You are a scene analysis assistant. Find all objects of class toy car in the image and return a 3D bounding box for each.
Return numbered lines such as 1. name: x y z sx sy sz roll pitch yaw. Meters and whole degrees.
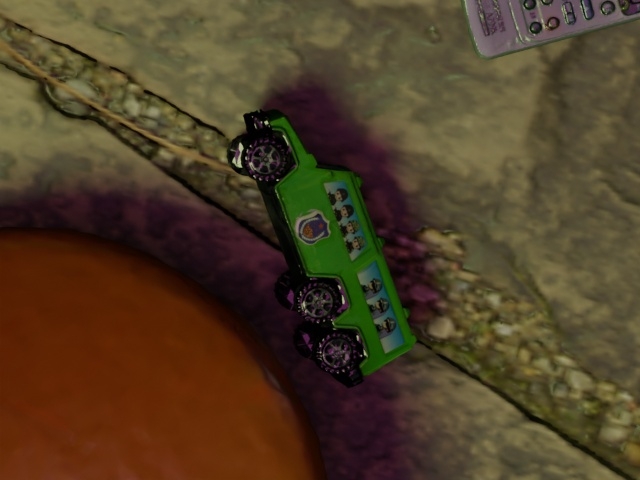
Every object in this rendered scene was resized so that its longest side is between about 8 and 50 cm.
1. toy car: 0.000 0.000 1.131 0.062 0.071 0.165 -21 98 -9

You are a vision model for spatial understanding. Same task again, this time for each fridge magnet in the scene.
1. fridge magnet: -0.168 0.173 1.097 0.364 0.155 0.363 -1 82 9

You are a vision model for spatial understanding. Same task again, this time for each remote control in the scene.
1. remote control: 0.142 -0.141 1.124 0.124 0.018 0.053 -14 99 5
